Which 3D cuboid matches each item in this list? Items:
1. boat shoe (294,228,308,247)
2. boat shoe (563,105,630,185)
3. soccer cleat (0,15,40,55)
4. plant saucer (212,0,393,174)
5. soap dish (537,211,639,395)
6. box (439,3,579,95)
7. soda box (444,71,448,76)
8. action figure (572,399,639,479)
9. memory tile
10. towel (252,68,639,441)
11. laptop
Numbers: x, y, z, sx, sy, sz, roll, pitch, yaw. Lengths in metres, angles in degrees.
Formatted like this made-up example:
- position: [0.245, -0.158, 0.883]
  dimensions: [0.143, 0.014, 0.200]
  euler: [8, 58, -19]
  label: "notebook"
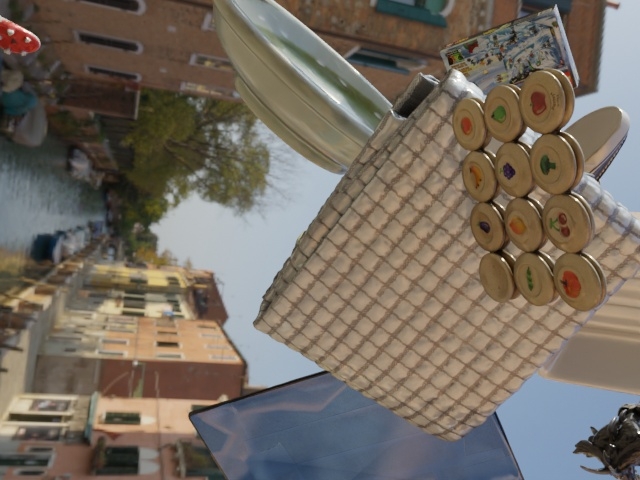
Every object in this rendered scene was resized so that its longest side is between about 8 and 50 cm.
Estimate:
- position: [0.000, 0.000, 1.291]
  dimensions: [0.045, 0.135, 0.050]
  euler: [23, -62, 31]
  label: "boat shoe"
- position: [0.510, -0.102, 1.245]
  dimensions: [0.340, 0.158, 0.127]
  euler: [-50, -155, 31]
  label: "boat shoe"
- position: [-0.278, -0.182, 0.519]
  dimensions: [0.029, 0.083, 0.036]
  euler: [-49, -140, 44]
  label: "soccer cleat"
- position: [-0.008, -0.198, 0.863]
  dimensions: [0.100, 0.400, 0.400]
  euler: [-46, -149, 20]
  label: "plant saucer"
- position: [0.404, 0.083, 0.850]
  dimensions: [0.118, 0.228, 0.291]
  euler: [-61, 146, -39]
  label: "soap dish"
- position: [0.222, -0.207, 0.733]
  dimensions: [0.137, 0.094, 0.027]
  euler: [-11, -150, 35]
  label: "box"
- position: [0.286, -0.240, 1.007]
  dimensions: [0.053, 0.168, 0.060]
  euler: [-8, 102, -73]
  label: "soda box"
- position: [0.526, 0.322, 0.998]
  dimensions: [0.141, 0.275, 0.164]
  euler: [57, -36, 4]
  label: "action figure"
- position: [0.130, -0.028, 0.404]
  dimensions: [0.113, 0.012, 0.148]
  euler: [-178, -106, -69]
  label: "memory tile"
- position: [0.107, 0.016, 0.565]
  dimensions: [0.284, 0.235, 0.121]
  euler: [-54, -174, 21]
  label: "towel"
- position: [0.064, 0.386, 0.742]
  dimensions: [0.236, 0.381, 0.408]
  euler: [48, 27, -50]
  label: "laptop"
